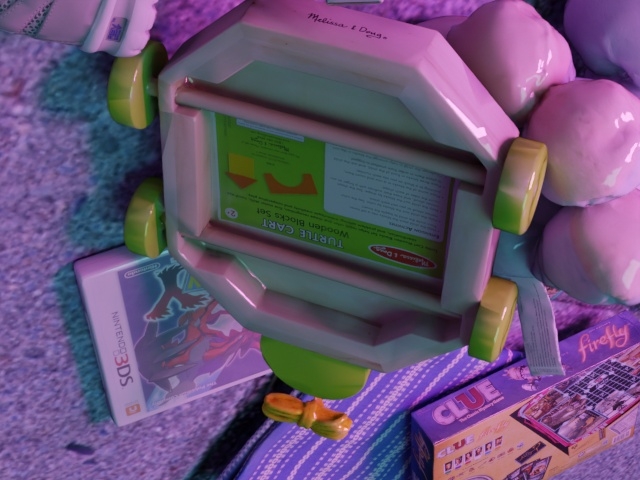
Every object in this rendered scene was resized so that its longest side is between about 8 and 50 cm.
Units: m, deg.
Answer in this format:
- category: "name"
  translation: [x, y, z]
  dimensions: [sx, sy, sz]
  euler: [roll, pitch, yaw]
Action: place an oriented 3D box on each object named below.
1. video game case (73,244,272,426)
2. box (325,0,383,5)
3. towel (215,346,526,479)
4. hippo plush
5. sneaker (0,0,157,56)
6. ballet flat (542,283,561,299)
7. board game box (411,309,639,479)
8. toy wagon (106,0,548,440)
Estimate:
- category: "video game case"
  translation: [-0.079, 0.053, 0.988]
  dimensions: [0.201, 0.023, 0.183]
  euler: [-19, 139, -15]
- category: "box"
  translation: [0.009, -0.240, 0.662]
  dimensions: [0.038, 0.145, 0.186]
  euler: [2, 146, 25]
- category: "towel"
  translation: [0.079, 0.186, 1.194]
  dimensions: [0.336, 0.040, 0.243]
  euler: [17, 120, -47]
- category: "hippo plush"
  translation: [0.215, -0.071, 0.883]
  dimensions: [0.236, 0.234, 0.294]
  euler: [-31, 124, -18]
- category: "sneaker"
  translation: [-0.128, -0.211, 0.626]
  dimensions: [0.115, 0.105, 0.281]
  euler: [-3, 129, -21]
- category: "ballet flat"
  translation: [0.226, -0.042, 1.056]
  dimensions: [0.079, 0.077, 0.221]
  euler: [31, 112, -26]
- category: "board game box"
  translation: [0.201, 0.178, 1.222]
  dimensions: [0.243, 0.042, 0.165]
  euler: [-22, 139, -17]
- category: "toy wagon"
  translation: [0.000, 0.000, 0.836]
  dimensions: [0.344, 0.267, 0.068]
  euler: [92, 19, -46]
